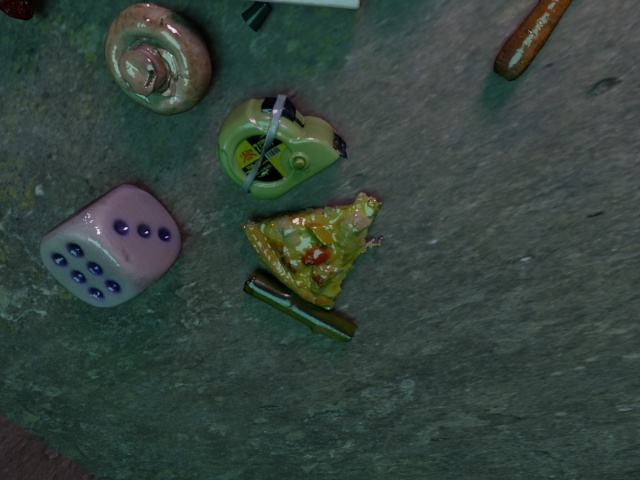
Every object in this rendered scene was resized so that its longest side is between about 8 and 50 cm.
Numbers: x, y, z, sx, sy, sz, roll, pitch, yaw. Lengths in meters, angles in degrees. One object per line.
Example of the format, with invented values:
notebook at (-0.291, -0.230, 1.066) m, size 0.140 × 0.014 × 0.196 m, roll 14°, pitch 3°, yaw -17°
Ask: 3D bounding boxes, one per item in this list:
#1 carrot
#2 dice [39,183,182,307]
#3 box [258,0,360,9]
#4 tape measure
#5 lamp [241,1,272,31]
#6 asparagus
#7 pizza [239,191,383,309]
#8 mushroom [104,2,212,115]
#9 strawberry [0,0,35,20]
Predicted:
carrot at (0.302, -0.302, 0.526) m, size 0.047 × 0.047 × 0.191 m, roll 29°, pitch 122°, yaw -6°
dice at (-0.428, 0.010, 0.837) m, size 0.194 × 0.191 × 0.193 m, roll -19°, pitch 116°, yaw 27°
box at (-0.069, -0.405, 0.510) m, size 0.261 × 0.062 × 0.175 m, roll 4°, pitch 124°, yaw -1°
tape measure at (-0.085, -0.157, 0.688) m, size 0.200 × 0.106 × 0.175 m, roll -29°, pitch 127°, yaw 31°
lamp at (-0.118, -0.377, 0.589) m, size 0.054 × 0.041 × 0.121 m, roll -35°, pitch 113°, yaw 23°
asparagus at (-0.046, 0.154, 0.921) m, size 0.278 × 0.060 × 0.067 m, roll 31°, pitch 106°, yaw -8°
pizza at (0.000, 0.000, 0.791) m, size 0.280 × 0.075 × 0.288 m, roll 39°, pitch 125°, yaw -14°
mushroom at (-0.255, -0.282, 0.631) m, size 0.167 × 0.127 × 0.166 m, roll 3°, pitch 120°, yaw 6°
strawberry at (-0.499, -0.420, 0.602) m, size 0.131 × 0.131 × 0.148 m, roll 19°, pitch 118°, yaw 1°
